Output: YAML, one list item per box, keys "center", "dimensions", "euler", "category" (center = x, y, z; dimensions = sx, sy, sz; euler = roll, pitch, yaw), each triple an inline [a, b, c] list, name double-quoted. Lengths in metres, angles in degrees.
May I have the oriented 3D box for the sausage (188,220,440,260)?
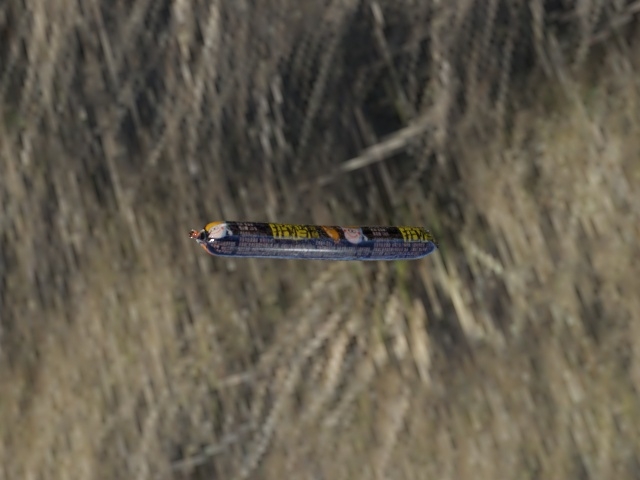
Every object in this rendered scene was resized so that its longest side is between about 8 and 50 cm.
- center: [0.000, 0.000, 1.334]
  dimensions: [0.198, 0.028, 0.025]
  euler: [3, 147, -32]
  category: "sausage"
